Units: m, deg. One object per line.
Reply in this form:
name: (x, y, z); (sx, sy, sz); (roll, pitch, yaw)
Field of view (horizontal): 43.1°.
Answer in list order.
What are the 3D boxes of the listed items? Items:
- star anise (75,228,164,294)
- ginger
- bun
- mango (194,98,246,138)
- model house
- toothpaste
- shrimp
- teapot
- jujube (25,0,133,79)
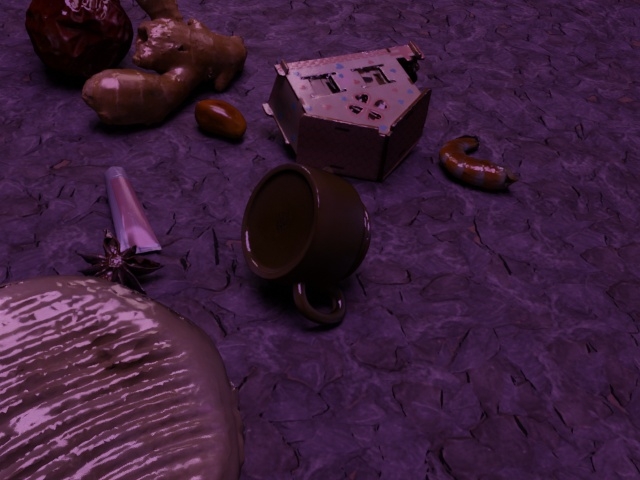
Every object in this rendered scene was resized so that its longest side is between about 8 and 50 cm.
star anise: (-0.313, 0.051, 1.205); (0.124, 0.056, 0.129); (32, 53, 0)
ginger: (-0.288, -0.361, 1.641); (0.348, 0.122, 0.363); (22, 61, -38)
bun: (-0.263, 0.214, 0.882); (0.362, 0.235, 0.326); (33, 50, 6)
mango: (-0.193, -0.236, 1.572); (0.114, 0.061, 0.080); (30, 30, 28)
model house: (0.082, -0.230, 1.542); (0.325, 0.169, 0.244); (-13, 50, -20)
toothpaste: (-0.318, -0.047, 1.341); (0.067, 0.043, 0.195); (-9, 47, -22)
shrimp: (0.310, -0.154, 1.566); (0.161, 0.049, 0.166); (18, 32, 15)
teapot: (0.000, 0.000, 1.236); (0.175, 0.185, 0.268); (14, 62, -39)
jujube: (-0.516, -0.471, 1.720); (0.216, 0.216, 0.342); (-5, 35, -15)
